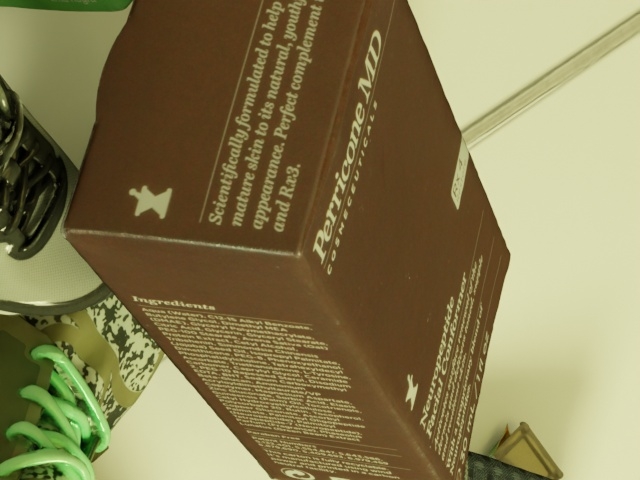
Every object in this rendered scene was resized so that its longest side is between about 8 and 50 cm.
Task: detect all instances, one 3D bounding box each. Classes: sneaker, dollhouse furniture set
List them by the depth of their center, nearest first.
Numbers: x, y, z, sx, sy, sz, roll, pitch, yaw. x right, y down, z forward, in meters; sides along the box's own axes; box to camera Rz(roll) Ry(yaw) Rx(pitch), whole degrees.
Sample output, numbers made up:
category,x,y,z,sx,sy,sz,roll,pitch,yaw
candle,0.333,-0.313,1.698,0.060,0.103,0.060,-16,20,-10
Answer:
category,x,y,z,sx,sy,sz,roll,pitch,yaw
sneaker,-0.181,-0.039,0.954,0.271,0.108,0.100,45,61,-44
sneaker,-0.170,0.136,1.044,0.410,0.182,0.158,-53,130,-26
dollhouse furniture set,0.163,0.216,1.522,0.076,0.058,0.151,-44,107,-23

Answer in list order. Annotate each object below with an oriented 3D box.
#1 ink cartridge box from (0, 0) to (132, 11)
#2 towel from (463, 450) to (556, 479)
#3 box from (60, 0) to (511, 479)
category,x,y,z,sx,sy,sz,roll,pitch,yaw
ink cartridge box,-0.160,-0.294,1.015,0.211,0.122,0.289,-56,132,-22
towel,0.104,0.322,1.398,0.312,0.056,0.324,20,78,-27
box,0.000,0.000,1.120,0.381,0.143,0.191,56,44,-59
